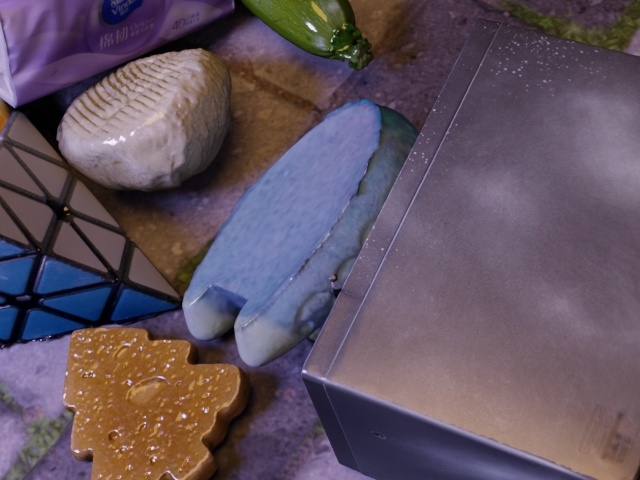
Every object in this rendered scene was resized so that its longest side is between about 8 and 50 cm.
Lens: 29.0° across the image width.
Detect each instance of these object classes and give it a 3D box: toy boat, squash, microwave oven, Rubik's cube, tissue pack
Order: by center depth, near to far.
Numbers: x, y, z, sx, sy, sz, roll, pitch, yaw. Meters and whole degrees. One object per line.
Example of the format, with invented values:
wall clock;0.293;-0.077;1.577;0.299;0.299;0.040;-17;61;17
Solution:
microwave oven;0.231;0.047;1.209;0.374;0.236;0.432;18;65;22
toy boat;0.000;0.000;1.356;0.330;0.123;0.215;-55;30;-14
Rubik's cube;-0.330;0.013;1.377;0.228;0.233;0.229;12;37;43
tissue pack;-0.303;-0.325;1.534;0.338;0.160;0.242;-31;48;-31
squash;-0.061;-0.330;1.585;0.101;0.101;0.378;-39;56;-12

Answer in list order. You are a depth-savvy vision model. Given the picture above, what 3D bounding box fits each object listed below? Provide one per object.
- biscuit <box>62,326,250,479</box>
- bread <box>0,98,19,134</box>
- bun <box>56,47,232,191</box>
biscuit;-0.196;0.178;1.341;0.212;0.041;0.238;-43;60;-8
bread;-0.467;-0.110;1.545;0.210;0.099;0.235;-31;63;-4
bun;-0.199;-0.136;1.475;0.220;0.134;0.220;-21;29;12
